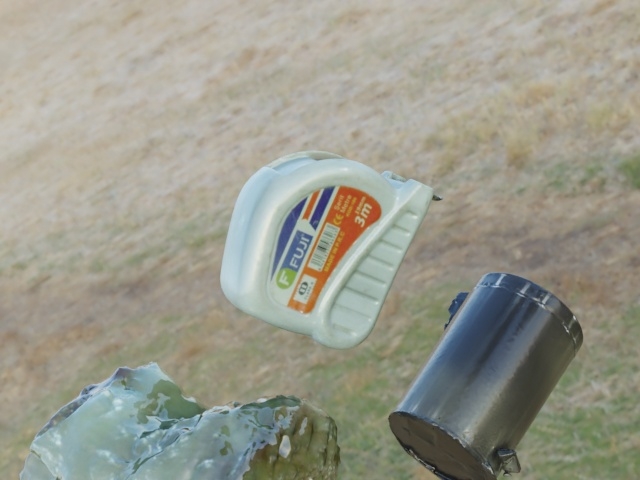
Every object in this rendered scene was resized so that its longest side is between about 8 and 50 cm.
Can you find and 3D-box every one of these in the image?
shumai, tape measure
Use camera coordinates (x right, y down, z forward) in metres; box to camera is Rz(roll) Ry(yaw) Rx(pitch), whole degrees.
[{"bbox_3d":[-0.191,0.317,1.333,0.323,0.324,0.398,28,77,26],"label":"shumai"},{"bbox_3d":[0.001,0.000,1.426,0.243,0.246,0.125,-66,25,1],"label":"tape measure"}]

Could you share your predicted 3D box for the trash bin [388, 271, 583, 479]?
[{"bbox_3d":[0.261,0.226,1.777,0.252,0.203,0.301,16,58,38],"label":"trash bin"}]
